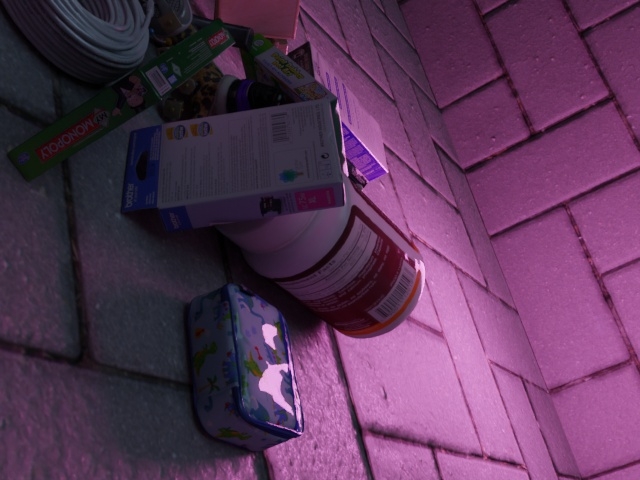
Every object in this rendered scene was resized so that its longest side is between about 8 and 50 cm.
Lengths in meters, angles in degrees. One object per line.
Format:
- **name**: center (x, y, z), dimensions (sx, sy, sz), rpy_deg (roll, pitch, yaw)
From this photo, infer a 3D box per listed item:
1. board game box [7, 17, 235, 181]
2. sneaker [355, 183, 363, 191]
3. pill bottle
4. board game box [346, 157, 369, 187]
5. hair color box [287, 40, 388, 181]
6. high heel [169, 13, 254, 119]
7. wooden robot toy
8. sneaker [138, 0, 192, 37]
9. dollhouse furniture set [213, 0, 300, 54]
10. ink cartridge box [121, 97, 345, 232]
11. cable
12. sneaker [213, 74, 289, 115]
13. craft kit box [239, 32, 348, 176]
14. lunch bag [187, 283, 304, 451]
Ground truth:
- **board game box**: center (-0.249, -0.197, 1.076), dimensions (0.046, 0.213, 0.317), rpy_deg (56, 23, -16)
- **sneaker**: center (-0.004, -0.165, 1.763), dimensions (0.235, 0.095, 0.090), rpy_deg (46, 28, -33)
- **pill bottle**: center (0.000, 0.000, 1.401), dimensions (0.392, 0.224, 0.224), rpy_deg (41, 30, -45)
- **board game box**: center (0.021, -0.197, 1.858), dimensions (0.126, 0.026, 0.186), rpy_deg (34, -6, 46)
- **hair color box**: center (0.031, -0.301, 1.984), dimensions (0.339, 0.110, 0.185), rpy_deg (45, 29, -43)
- **high heel**: center (-0.242, -0.282, 1.426), dimensions (0.093, 0.186, 0.261), rpy_deg (77, 29, -69)
- **wooden robot toy**: center (-0.237, -0.294, 1.347), dimensions (0.079, 0.076, 0.173), rpy_deg (-91, 176, -73)
- **sneaker**: center (-0.318, -0.460, 1.347), dimensions (0.281, 0.105, 0.115), rpy_deg (54, -5, 5)
- **dollhouse furniture set**: center (-0.152, -0.591, 1.790), dimensions (0.355, 0.174, 0.303), rpy_deg (-103, -160, -50)
- **ink cartridge box**: center (-0.128, -0.110, 1.191), dimensions (0.065, 0.311, 0.186), rpy_deg (83, 0, -49)
- **cable**: center (-0.359, -0.354, 1.184), dimensions (0.257, 0.089, 0.257), rpy_deg (42, 30, -41)
- **sneaker**: center (-0.077, -0.164, 1.426), dimensions (0.293, 0.146, 0.102), rpy_deg (67, 37, -53)
- **craft kit box**: center (-0.047, -0.225, 1.515), dimensions (0.246, 0.061, 0.250), rpy_deg (42, -22, 32)
- **lunch bag**: center (-0.102, 0.179, 1.149), dimensions (0.176, 0.090, 0.219), rpy_deg (40, 32, -50)
